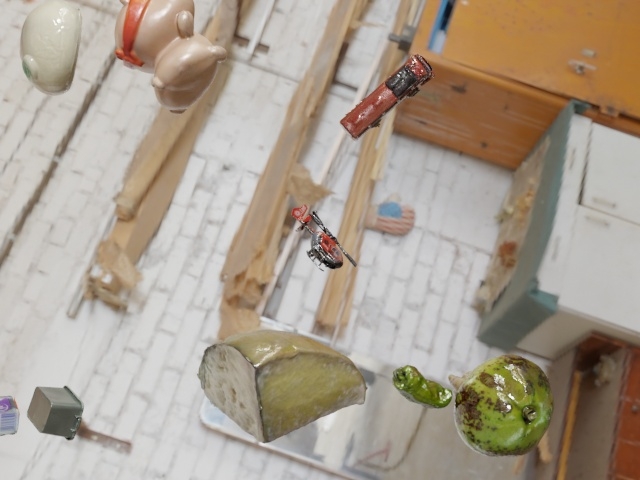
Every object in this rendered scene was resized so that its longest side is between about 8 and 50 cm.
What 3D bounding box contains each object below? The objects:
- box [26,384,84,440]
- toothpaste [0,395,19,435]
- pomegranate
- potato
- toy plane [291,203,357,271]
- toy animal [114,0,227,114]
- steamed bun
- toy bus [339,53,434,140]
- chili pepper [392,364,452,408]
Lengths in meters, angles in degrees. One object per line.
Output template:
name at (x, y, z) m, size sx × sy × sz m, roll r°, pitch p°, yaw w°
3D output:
box at (-0.533, 0.342, 1.621) m, size 0.122 × 0.069 × 0.084 m, roll 20°, pitch 93°, yaw 51°
toothpaste at (-0.521, 0.250, 1.119) m, size 0.047 × 0.196 × 0.040 m, roll 35°, pitch 117°, yaw 49°
pomegranate at (0.377, 0.340, 1.779) m, size 0.276 × 0.222 × 0.203 m, roll 48°, pitch 153°, yaw 46°
potato at (-0.066, 0.220, 1.484) m, size 0.211 × 0.265 × 0.189 m, roll 30°, pitch 125°, yaw 49°
toy plane at (0.000, 0.000, 1.381) m, size 0.060 × 0.145 × 0.037 m, roll -36°, pitch -9°, yaw -33°
toy animal at (-0.265, -0.330, 1.373) m, size 0.171 × 0.197 × 0.171 m, roll -39°, pitch -7°, yaw -6°
steamed bun at (-0.649, -0.461, 1.936) m, size 0.177 × 0.131 × 0.228 m, roll 61°, pitch 138°, yaw 50°
toy bus at (0.145, -0.313, 1.773) m, size 0.235 × 0.073 × 0.096 m, roll -41°, pitch 1°, yaw 7°
chili pepper at (0.203, 0.310, 1.766) m, size 0.073 × 0.204 × 0.072 m, roll -42°, pitch 38°, yaw 19°
